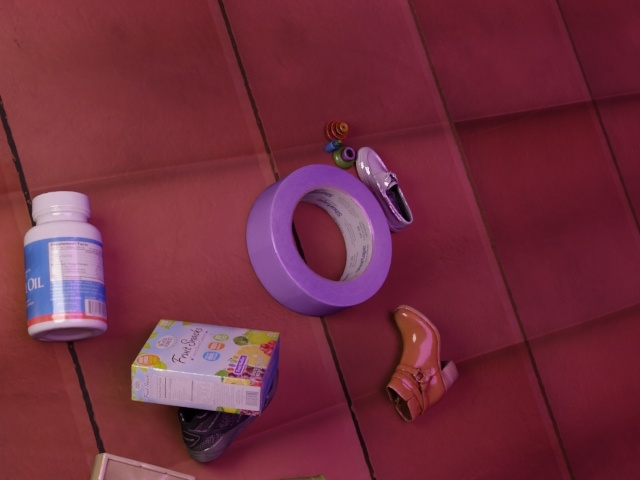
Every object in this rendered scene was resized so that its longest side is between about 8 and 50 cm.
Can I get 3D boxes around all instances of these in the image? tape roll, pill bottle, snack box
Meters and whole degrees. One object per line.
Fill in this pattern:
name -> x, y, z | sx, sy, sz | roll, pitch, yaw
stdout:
tape roll -> 0.000, 0.000, 2.107 | 0.275, 0.090, 0.275 | 13, 66, -31
pill bottle -> -0.405, 0.041, 1.781 | 0.124, 0.124, 0.221 | 4, 71, -35
snack box -> -0.180, 0.200, 1.803 | 0.174, 0.207, 0.070 | -72, 165, -68

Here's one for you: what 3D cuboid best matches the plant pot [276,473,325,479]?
plant pot -> -0.040, 0.441, 1.938 | 0.079, 0.083, 0.083 | 10, 68, -19

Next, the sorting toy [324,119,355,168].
sorting toy -> 0.043, -0.194, 2.236 | 0.061, 0.042, 0.102 | -20, 86, -38

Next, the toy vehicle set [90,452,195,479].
toy vehicle set -> -0.299, 0.481, 1.757 | 0.166, 0.035, 0.267 | 23, 62, -28

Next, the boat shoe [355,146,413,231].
boat shoe -> 0.131, -0.107, 2.254 | 0.066, 0.063, 0.184 | -16, 84, -38

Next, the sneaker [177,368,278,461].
sneaker -> -0.156, 0.250, 1.887 | 0.227, 0.087, 0.130 | -45, 133, -34

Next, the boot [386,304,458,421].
boot -> 0.171, 0.235, 2.161 | 0.152, 0.073, 0.197 | -38, 95, -34
